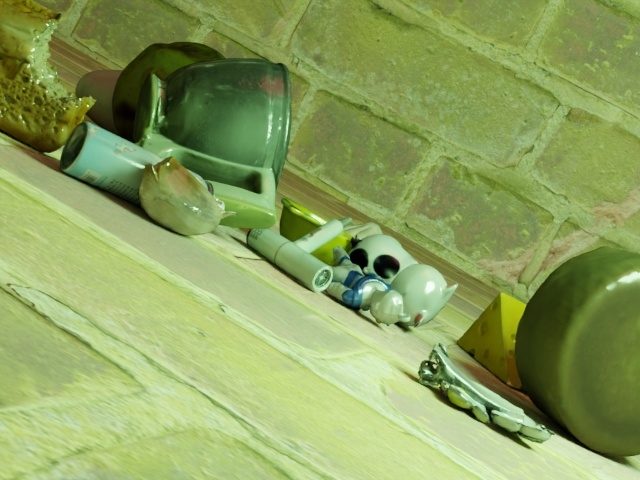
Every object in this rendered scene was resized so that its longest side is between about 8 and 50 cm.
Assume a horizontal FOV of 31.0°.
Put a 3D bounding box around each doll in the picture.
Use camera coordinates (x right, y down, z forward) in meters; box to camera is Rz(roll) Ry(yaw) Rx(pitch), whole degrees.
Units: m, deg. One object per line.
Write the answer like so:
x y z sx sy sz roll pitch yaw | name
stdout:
0.051 0.070 1.698 0.114 0.057 0.227 -2 22 -36 | doll
0.120 0.066 1.802 0.181 0.110 0.107 38 -12 29 | doll

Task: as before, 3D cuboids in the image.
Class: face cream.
-0.231 -0.080 1.545 0.229 0.075 0.075 26 6 -33 | face cream

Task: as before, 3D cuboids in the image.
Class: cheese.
0.308 0.190 1.848 0.093 0.126 0.171 25 27 -25 | cheese

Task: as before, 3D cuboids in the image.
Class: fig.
-0.233 -0.220 2.035 0.239 0.239 0.271 32 -11 26 | fig

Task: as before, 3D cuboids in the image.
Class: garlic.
-0.173 -0.046 1.501 0.152 0.084 0.066 41 -19 -26 | garlic

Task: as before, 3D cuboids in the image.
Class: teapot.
-0.175 -0.135 1.781 0.240 0.321 0.239 6 -25 -13 | teapot

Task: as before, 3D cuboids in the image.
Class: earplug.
-0.320 -0.237 2.189 0.301 0.172 0.172 19 9 -24 | earplug

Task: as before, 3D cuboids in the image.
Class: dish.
-0.010 0.002 1.873 0.149 0.080 0.208 32 5 35 | dish

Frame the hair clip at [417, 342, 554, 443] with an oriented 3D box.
0.200 0.190 1.403 0.172 0.049 0.116 31 10 -1 | hair clip

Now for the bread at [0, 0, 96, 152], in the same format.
-0.474 -0.275 1.544 0.380 0.185 0.109 29 12 -4 | bread

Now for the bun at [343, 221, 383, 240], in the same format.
0.083 0.006 2.240 0.138 0.094 0.138 25 7 -3 | bun

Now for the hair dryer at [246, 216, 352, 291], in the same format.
0.007 0.003 1.722 0.183 0.044 0.155 -21 40 -36 | hair dryer

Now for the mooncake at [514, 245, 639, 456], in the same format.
0.421 0.154 1.646 0.284 0.284 0.155 27 0 -21 | mooncake
